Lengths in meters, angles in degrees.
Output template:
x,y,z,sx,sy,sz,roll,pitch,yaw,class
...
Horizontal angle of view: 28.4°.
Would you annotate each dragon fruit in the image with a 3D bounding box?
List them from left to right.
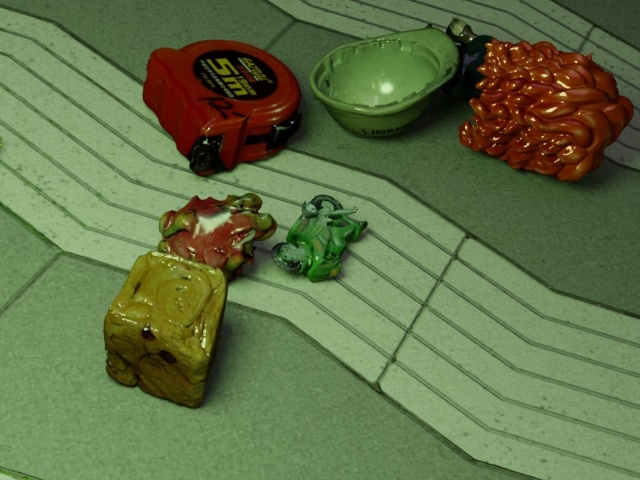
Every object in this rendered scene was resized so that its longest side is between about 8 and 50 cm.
x,y,z,sx,sy,sz,roll,pitch,yaw,class
-0.148,-0.008,1.858,0.150,0.208,0.133,45,45,-35,dragon fruit

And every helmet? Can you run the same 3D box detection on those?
x,y,z,sx,sy,sz,roll,pitch,yaw,class
0.118,-0.251,2.186,0.258,0.137,0.204,-11,46,3,helmet

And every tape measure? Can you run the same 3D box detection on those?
x,y,z,sx,sy,sz,roll,pitch,yaw,class
-0.155,-0.226,2.103,0.260,0.114,0.253,-13,49,-33,tape measure

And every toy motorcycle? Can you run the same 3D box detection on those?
x,y,z,sx,sy,sz,roll,pitch,yaw,class
0.000,0.000,1.943,0.106,0.074,0.190,33,43,4,toy motorcycle

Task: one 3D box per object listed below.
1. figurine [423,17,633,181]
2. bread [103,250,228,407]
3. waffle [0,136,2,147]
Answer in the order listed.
x,y,z,sx,sy,sz,roll,pitch,yaw,class
0.346,-0.268,2.251,0.306,0.241,0.412,19,17,-33,figurine
-0.207,0.116,1.699,0.149,0.143,0.158,14,46,-3,bread
-0.589,-0.082,1.851,0.309,0.065,0.283,-28,56,-34,waffle
